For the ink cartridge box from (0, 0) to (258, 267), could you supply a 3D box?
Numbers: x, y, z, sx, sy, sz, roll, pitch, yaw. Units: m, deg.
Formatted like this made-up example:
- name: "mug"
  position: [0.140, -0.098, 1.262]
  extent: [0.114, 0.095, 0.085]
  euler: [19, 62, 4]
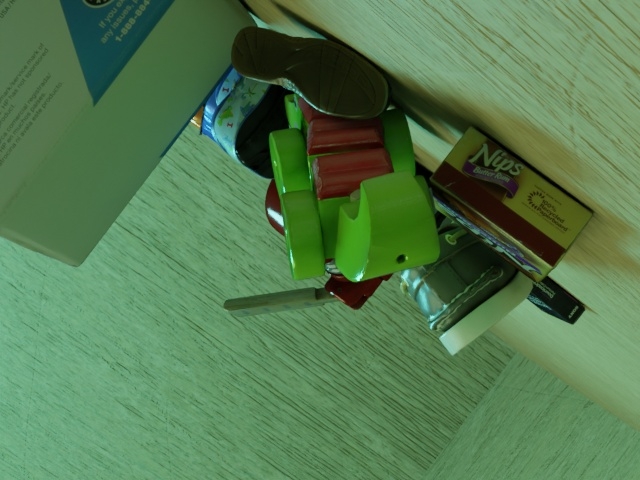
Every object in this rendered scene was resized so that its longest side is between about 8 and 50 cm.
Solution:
- name: "ink cartridge box"
  position: [-0.303, -0.210, 1.277]
  extent: [0.395, 0.285, 0.166]
  euler: [37, 180, 22]

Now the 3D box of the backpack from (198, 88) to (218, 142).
- name: "backpack"
  position: [-0.082, -0.158, 1.638]
  extent: [0.101, 0.098, 0.120]
  euler: [28, 166, 6]

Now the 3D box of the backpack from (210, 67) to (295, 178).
- name: "backpack"
  position: [-0.047, -0.122, 1.307]
  extent: [0.084, 0.114, 0.105]
  euler: [36, 180, 41]

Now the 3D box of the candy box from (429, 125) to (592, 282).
- name: "candy box"
  position: [0.141, -0.022, 1.064]
  extent: [0.109, 0.053, 0.187]
  euler: [37, -179, 8]

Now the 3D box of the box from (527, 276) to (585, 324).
- name: "box"
  position: [0.222, 0.034, 1.626]
  extent: [0.162, 0.029, 0.116]
  euler: [36, 179, -10]

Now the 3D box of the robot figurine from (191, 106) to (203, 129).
- name: "robot figurine"
  position: [-0.207, -0.230, 1.774]
  extent: [0.219, 0.128, 0.158]
  euler: [37, -146, 14]

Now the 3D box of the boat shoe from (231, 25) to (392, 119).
- name: "boat shoe"
  position: [-0.001, -0.134, 1.094]
  extent: [0.152, 0.056, 0.049]
  euler: [27, -160, 32]

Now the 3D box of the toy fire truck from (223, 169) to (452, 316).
- name: "toy fire truck"
  position: [0.000, 0.000, 1.483]
  extent: [0.158, 0.246, 0.217]
  euler: [36, 179, 38]

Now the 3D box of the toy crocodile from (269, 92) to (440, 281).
- name: "toy crocodile"
  position: [0.022, -0.058, 1.095]
  extent: [0.340, 0.115, 0.105]
  euler: [-103, 6, -63]

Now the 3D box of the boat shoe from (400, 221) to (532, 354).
- name: "boat shoe"
  position: [0.138, 0.021, 1.273]
  extent: [0.091, 0.109, 0.305]
  euler: [50, -166, 2]
